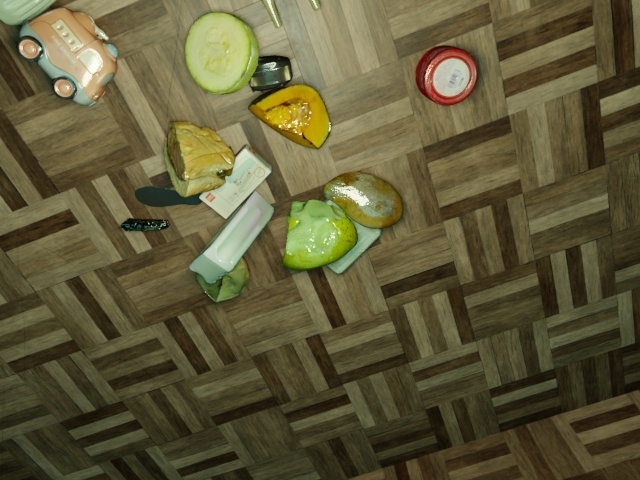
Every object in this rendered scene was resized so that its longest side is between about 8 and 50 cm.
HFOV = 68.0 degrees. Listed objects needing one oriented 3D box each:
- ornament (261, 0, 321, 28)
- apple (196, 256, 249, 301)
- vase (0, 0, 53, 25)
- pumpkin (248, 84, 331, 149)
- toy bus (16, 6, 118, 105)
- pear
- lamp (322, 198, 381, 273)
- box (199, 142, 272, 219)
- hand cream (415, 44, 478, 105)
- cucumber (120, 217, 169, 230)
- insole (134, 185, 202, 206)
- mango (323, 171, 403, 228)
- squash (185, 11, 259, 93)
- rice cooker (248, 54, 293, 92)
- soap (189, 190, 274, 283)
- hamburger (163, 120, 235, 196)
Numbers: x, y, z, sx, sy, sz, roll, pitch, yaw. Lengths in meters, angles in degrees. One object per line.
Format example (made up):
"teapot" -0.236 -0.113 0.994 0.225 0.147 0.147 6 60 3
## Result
"ornament" -0.147 -0.804 1.486 0.230 0.061 0.244 -23 117 9
"apple" -0.388 0.131 1.882 0.207 0.173 0.188 4 143 -13
"vase" -0.866 -0.753 1.426 0.248 0.128 0.128 -30 116 -1
"pumpkin" -0.109 -0.457 1.637 0.312 0.148 0.169 26 85 -44
"toy bus" -0.770 -0.585 1.491 0.232 0.194 0.287 -38 113 1
"pear" 0.000 0.000 1.796 0.282 0.176 0.286 7 116 -7
"lamp" 0.067 -0.025 1.905 0.266 0.047 0.269 38 108 -17
"box" -0.314 -0.216 1.761 0.269 0.079 0.135 -43 112 16
"hand cream" 0.428 -0.563 1.620 0.193 0.125 0.193 -1 117 -1
"cucumber" -0.674 -0.059 1.830 0.182 0.053 0.053 1 117 -6
"insole" -0.576 -0.166 1.808 0.253 0.005 0.086 2 118 -5
"mango" 0.165 -0.155 1.788 0.316 0.146 0.192 21 84 -8
"squash" -0.322 -0.604 1.526 0.252 0.049 0.252 5 105 20
"rice cooker" -0.175 -0.559 1.580 0.165 0.112 0.106 -14 123 10
"soap" -0.314 -0.018 1.749 0.115 0.347 0.208 43 143 -13
"hamburger" -0.403 -0.268 1.626 0.209 0.330 0.162 -1 130 -30
